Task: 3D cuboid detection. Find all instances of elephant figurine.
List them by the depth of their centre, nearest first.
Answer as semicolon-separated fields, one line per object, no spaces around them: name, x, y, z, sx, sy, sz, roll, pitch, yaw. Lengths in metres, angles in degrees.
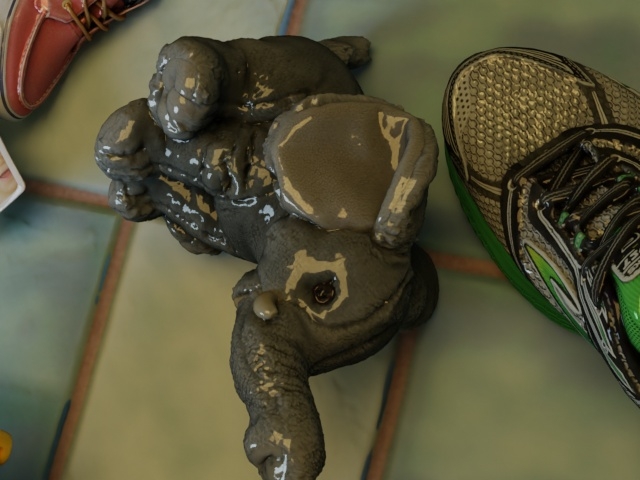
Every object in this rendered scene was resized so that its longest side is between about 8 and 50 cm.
elephant figurine;0.000;0.000;0.816;0.239;0.169;0.186;45;104;29

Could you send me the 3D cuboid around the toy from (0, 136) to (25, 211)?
toy;-0.290;-0.091;0.958;0.137;0.056;0.237;-39;70;26

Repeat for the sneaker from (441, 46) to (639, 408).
sneaker;0.174;0.004;0.754;0.134;0.146;0.343;-41;55;3

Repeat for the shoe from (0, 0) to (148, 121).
shoe;-0.154;-0.156;0.955;0.081;0.063;0.178;11;74;22

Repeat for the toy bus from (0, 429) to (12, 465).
toy bus;-0.273;0.158;0.808;0.220;0.149;0.211;-38;38;30
